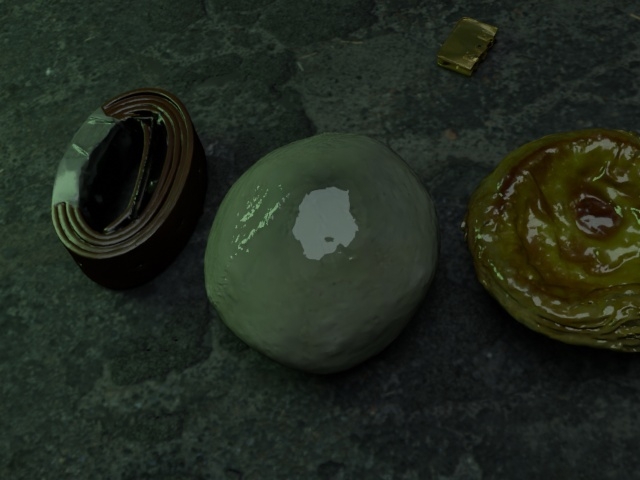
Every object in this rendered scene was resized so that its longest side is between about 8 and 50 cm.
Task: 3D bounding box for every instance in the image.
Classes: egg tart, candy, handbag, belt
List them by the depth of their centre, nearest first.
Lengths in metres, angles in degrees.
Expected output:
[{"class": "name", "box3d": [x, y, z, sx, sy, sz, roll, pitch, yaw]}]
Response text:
[{"class": "egg tart", "box3d": [0.308, 0.005, 0.853, 0.295, 0.116, 0.294, -5, 60, 9]}, {"class": "candy", "box3d": [0.000, 0.000, 0.865, 0.296, 0.185, 0.295, -1, 61, 2]}, {"class": "belt", "box3d": [-0.248, -0.071, 0.994, 0.184, 0.105, 0.261, 2, 63, 7]}, {"class": "handbag", "box3d": [0.208, -0.274, 1.084, 0.061, 0.027, 0.083, 27, 70, 21]}]
